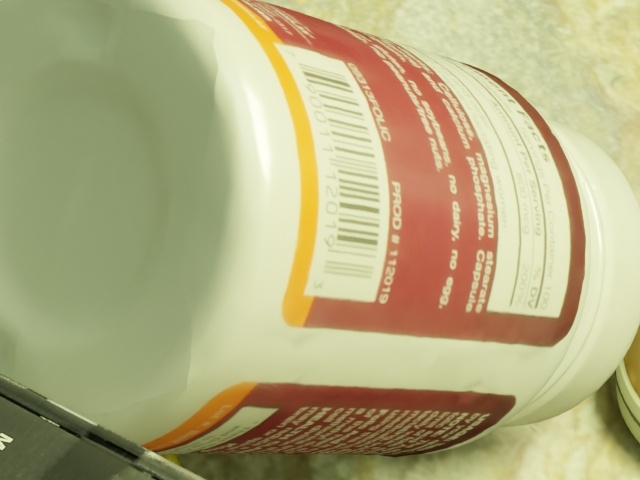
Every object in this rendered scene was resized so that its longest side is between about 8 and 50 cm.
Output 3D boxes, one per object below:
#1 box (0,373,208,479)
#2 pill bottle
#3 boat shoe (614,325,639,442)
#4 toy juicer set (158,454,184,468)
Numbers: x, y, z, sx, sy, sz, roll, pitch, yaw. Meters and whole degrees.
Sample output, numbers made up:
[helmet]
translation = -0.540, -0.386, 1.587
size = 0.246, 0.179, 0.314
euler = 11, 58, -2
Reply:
[box]
translation = -0.248, 0.199, 0.705
size = 0.318, 0.097, 0.395
euler = 24, 55, 33
[pill bottle]
translation = 0.000, 0.000, 1.003
size = 0.392, 0.224, 0.224
euler = 9, 35, -53
[boat shoe]
translation = 0.434, 0.082, 1.174
size = 0.500, 0.156, 0.187
euler = 9, 45, -6
[toy juicer set]
translation = -0.171, 0.035, 1.136
size = 0.209, 0.089, 0.329
euler = -1, 55, 4
